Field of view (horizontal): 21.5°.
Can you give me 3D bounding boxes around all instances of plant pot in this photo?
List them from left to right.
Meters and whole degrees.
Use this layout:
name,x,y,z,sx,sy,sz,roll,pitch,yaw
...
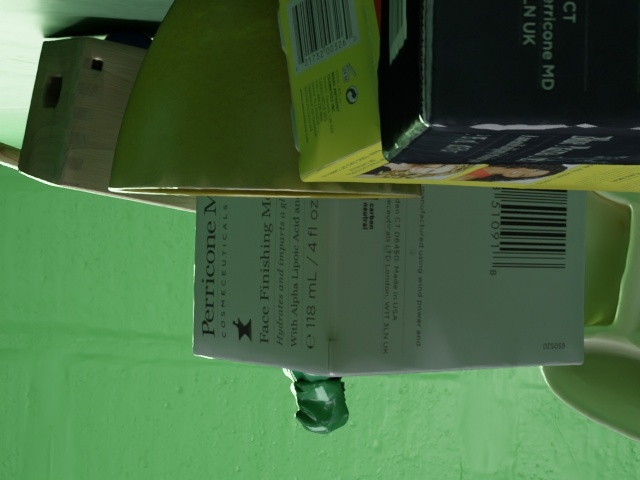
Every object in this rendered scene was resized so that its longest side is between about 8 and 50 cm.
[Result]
name,x,y,z,sx,sy,sz,roll,pitch,yaw
plant pot,-0.022,-0.067,0.724,0.134,0.095,0.134,2,180,0

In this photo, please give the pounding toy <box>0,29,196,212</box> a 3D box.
name,x,y,z,sx,sy,sz,roll,pitch,yaw
pounding toy,-0.139,-0.078,0.979,0.206,0.094,0.181,11,-178,-20

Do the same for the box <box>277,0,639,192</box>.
name,x,y,z,sx,sy,sz,roll,pitch,yaw
box,0.093,-0.067,0.700,0.232,0.087,0.058,2,166,-36

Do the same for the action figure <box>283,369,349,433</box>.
name,x,y,z,sx,sy,sz,roll,pitch,yaw
action figure,0.000,0.000,1.009,0.063,0.232,0.137,1,-179,-12

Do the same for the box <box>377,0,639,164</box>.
name,x,y,z,sx,sy,sz,roll,pitch,yaw
box,0.096,-0.065,0.402,0.158,0.093,0.156,0,180,-1

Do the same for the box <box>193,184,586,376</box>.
name,x,y,z,sx,sy,sz,roll,pitch,yaw
box,0.039,-0.024,0.885,0.182,0.181,0.119,1,180,-38

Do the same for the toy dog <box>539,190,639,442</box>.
name,x,y,z,sx,sy,sz,roll,pitch,yaw
toy dog,0.311,0.023,1.575,0.395,0.284,0.408,2,-177,32
